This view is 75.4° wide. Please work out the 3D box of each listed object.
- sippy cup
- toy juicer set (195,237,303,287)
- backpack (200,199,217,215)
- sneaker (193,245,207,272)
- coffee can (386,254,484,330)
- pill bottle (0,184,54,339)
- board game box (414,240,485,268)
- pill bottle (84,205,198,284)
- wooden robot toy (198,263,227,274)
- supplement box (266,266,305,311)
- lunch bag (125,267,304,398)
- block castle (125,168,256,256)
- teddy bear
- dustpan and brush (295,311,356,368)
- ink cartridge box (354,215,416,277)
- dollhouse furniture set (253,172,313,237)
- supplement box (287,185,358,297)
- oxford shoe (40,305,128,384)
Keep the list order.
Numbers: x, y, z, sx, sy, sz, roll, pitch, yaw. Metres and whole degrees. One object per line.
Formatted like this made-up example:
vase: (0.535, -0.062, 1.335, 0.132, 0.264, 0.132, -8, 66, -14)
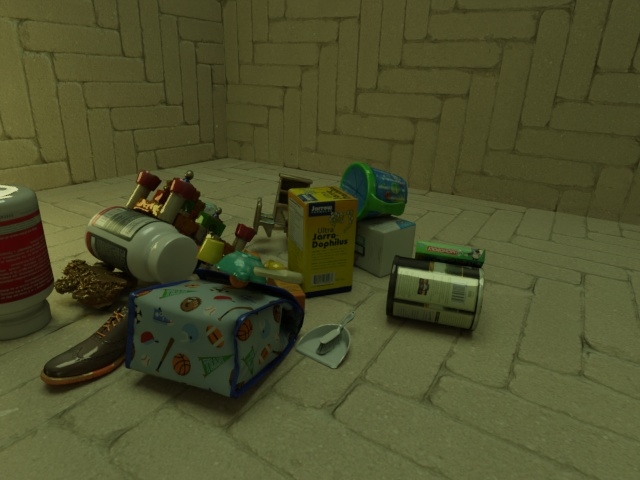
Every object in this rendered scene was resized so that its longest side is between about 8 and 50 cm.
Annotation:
sippy cup: (0.227, -0.194, 1.707, 0.224, 0.240, 0.305, 2, 61, -27)
toy juicer set: (-0.168, 0.086, 1.058, 0.209, 0.089, 0.329, 20, -1, -40)
backpack: (-0.618, -0.140, 2.138, 0.182, 0.152, 0.115, 7, 23, -22)
sneaker: (-0.590, 0.059, 1.678, 0.314, 0.115, 0.136, 12, 12, 5)
coffee can: (0.363, 0.166, 1.333, 0.275, 0.201, 0.201, 9, 22, 14)
pill bottle: (-0.904, 0.062, 1.176, 0.229, 0.407, 0.229, 2, 20, -1)
board game box: (0.438, 0.096, 1.455, 0.214, 0.046, 0.317, 7, -22, 14)
pill bottle: (-0.612, 0.021, 1.422, 0.363, 0.210, 0.210, 18, 26, 28)
wooden robot toy: (-0.370, 0.134, 1.561, 0.173, 0.076, 0.079, 8, -14, 15)
supplement box: (-0.124, 0.172, 1.437, 0.078, 0.080, 0.233, -3, 19, -21)
lunch bag: (-0.255, 0.215, 1.114, 0.328, 0.238, 0.385, 10, 6, 20)
block castle: (-0.496, -0.110, 1.648, 0.303, 0.212, 0.453, 16, -15, 34)
teddy bear: (-0.766, 0.147, 1.413, 0.338, 0.113, 0.245, 16, 7, 34)
dustpan and brush: (0.045, 0.273, 1.211, 0.147, 0.060, 0.211, 16, 25, 32)
ink cartridge box: (0.228, -0.001, 1.757, 0.198, 0.197, 0.270, -15, 27, -36)
dollhouse furniture set: (-0.121, -0.161, 1.969, 0.362, 0.256, 0.394, 10, 12, -12)
supplement box: (0.000, 0.000, 1.510, 0.195, 0.356, 0.194, -7, 23, -21)
oxford shoe: (-0.558, 0.249, 1.108, 0.130, 0.132, 0.364, 15, 24, 29)
